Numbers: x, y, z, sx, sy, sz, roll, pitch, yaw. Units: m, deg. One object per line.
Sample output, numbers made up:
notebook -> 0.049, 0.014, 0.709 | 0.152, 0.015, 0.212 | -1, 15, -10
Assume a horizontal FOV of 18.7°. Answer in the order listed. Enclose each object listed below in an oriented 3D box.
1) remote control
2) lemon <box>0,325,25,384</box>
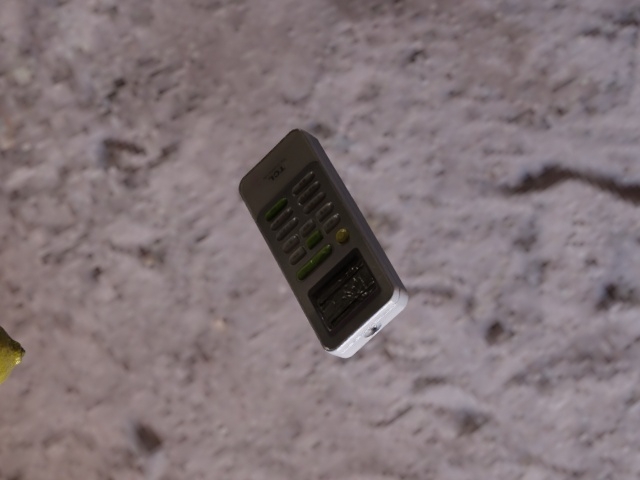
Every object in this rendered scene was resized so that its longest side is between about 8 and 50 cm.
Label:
remote control -> 0.000, 0.000, 1.973 | 0.103, 0.034, 0.250 | -43, 52, 19
lemon -> -0.270, 0.089, 1.502 | 0.062, 0.083, 0.062 | 174, 90, -79
